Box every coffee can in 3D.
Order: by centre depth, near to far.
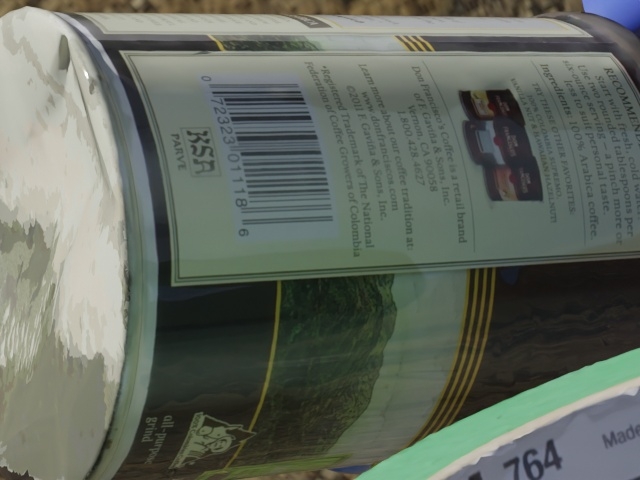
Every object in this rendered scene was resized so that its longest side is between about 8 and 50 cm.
[{"bbox_3d":[0.000,0.000,0.847,0.275,0.201,0.201,-3,68,-29],"label":"coffee can"}]

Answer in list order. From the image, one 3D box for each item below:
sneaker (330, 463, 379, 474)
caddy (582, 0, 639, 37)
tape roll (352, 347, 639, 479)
[{"bbox_3d":[0.024,0.085,1.277,0.082,0.209,0.069,7,49,-11],"label":"sneaker"},{"bbox_3d":[0.221,-0.244,0.932,0.341,0.179,0.241,-43,95,-20],"label":"caddy"},{"bbox_3d":[0.125,0.097,0.544,0.321,0.321,0.077,-17,99,10],"label":"tape roll"}]
